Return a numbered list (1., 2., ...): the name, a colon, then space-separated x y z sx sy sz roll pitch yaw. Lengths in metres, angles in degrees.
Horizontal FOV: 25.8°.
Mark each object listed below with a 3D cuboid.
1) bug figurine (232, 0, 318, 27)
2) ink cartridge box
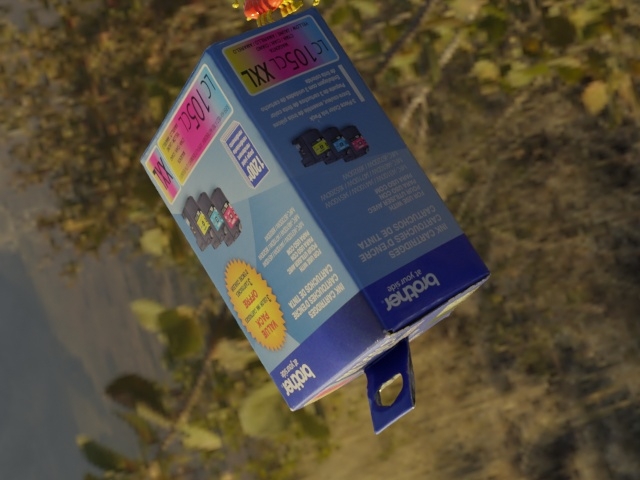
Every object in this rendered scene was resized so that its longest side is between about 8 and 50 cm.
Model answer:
1. bug figurine: -0.001 -0.426 2.143 0.216 0.279 0.072 -16 115 51
2. ink cartridge box: 0.000 0.000 1.447 0.395 0.151 0.270 56 150 8
